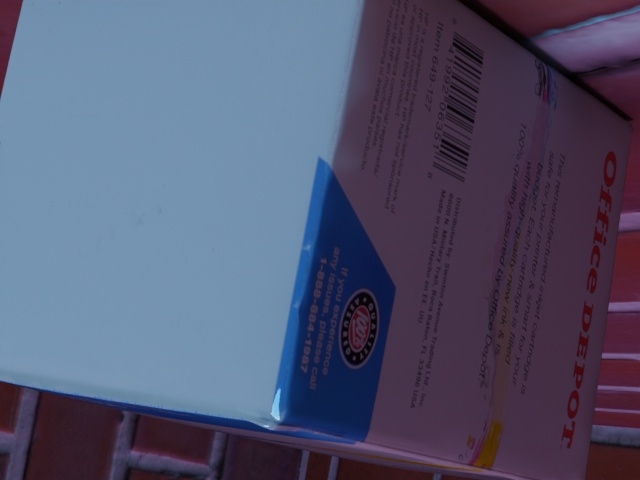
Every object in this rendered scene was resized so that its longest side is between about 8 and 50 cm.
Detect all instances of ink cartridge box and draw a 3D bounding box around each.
[{"bbox_3d":[0.000,0.000,0.626,0.168,0.171,0.233,4,168,36],"label":"ink cartridge box"}]
